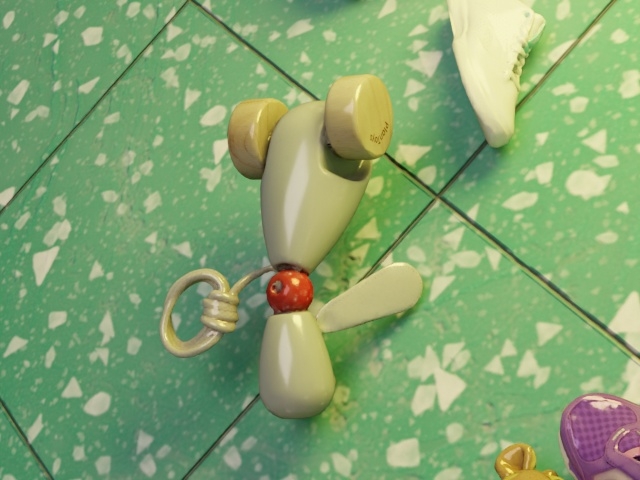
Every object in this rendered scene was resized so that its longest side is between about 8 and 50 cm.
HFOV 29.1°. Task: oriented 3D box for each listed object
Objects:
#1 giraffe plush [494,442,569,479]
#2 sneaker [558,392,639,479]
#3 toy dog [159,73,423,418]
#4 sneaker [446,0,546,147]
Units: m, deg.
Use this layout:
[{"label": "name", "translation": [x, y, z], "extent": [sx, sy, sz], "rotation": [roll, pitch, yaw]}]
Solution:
[{"label": "giraffe plush", "translation": [0.146, 0.251, 0.971], "extent": [0.170, 0.210, 0.181], "rotation": [-37, 87, -9]}, {"label": "sneaker", "translation": [0.276, 0.185, 0.939], "extent": [0.095, 0.104, 0.236], "rotation": [-40, 50, -10]}, {"label": "toy dog", "translation": [0.000, 0.000, 1.223], "extent": [0.220, 0.161, 0.333], "rotation": [21, 93, 35]}, {"label": "sneaker", "translation": [0.183, -0.192, 1.234], "extent": [0.094, 0.080, 0.212], "rotation": [-14, 57, 12]}]
